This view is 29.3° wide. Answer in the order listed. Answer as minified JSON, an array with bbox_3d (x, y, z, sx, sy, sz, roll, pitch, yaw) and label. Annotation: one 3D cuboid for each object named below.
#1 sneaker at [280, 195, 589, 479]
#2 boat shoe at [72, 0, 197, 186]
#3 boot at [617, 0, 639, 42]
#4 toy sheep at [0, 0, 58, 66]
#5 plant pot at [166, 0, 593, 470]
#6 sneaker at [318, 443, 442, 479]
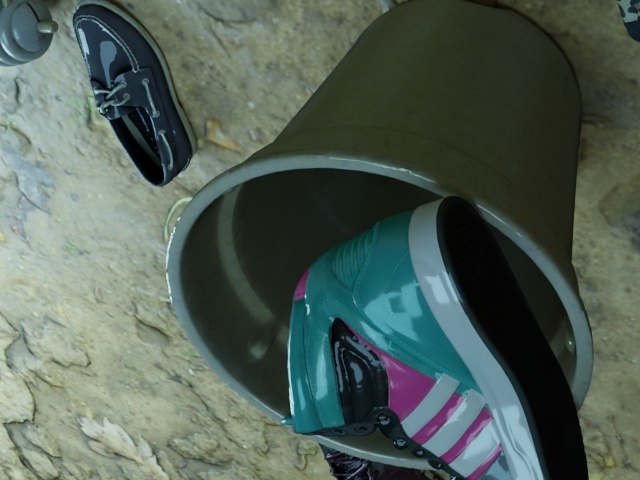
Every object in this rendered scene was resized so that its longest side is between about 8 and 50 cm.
[{"bbox_3d":[0.067,0.116,0.857,0.178,0.124,0.296,-14,117,28],"label":"sneaker"},{"bbox_3d":[-0.189,-0.143,1.218,0.075,0.065,0.206,-5,129,29],"label":"boat shoe"},{"bbox_3d":[0.309,-0.154,0.833,0.178,0.085,0.236,-8,126,35],"label":"boot"},{"bbox_3d":[-0.303,-0.212,1.189,0.132,0.091,0.091,12,139,41],"label":"toy sheep"},{"bbox_3d":[0.084,-0.032,1.025,0.333,0.305,0.334,13,135,13],"label":"plant pot"},{"bbox_3d":[0.063,0.311,1.478,0.106,0.163,0.281,-22,120,39],"label":"sneaker"}]
